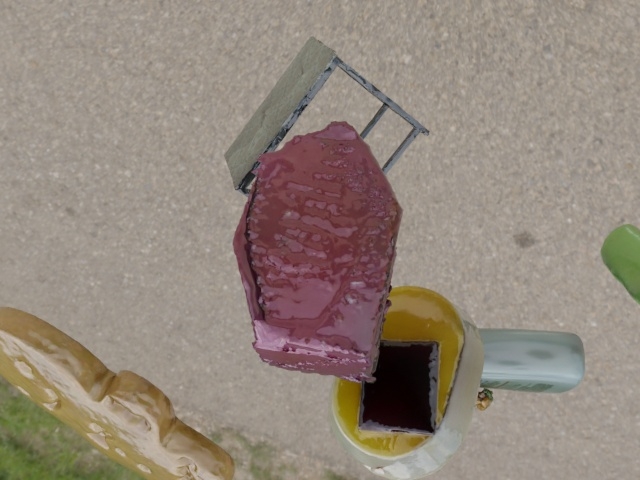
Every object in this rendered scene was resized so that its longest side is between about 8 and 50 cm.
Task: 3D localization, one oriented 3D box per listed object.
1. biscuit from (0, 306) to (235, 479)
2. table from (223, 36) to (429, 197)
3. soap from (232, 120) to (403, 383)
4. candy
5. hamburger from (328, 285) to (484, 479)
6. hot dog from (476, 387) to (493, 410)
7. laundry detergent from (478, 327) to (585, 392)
[{"bbox_3d":[-0.270,0.208,0.781,0.355,0.052,0.275,38,143,-7],"label":"biscuit"},{"bbox_3d":[0.006,-0.211,1.406,0.272,0.222,0.335,32,104,-27],"label":"table"},{"bbox_3d":[0.000,0.000,0.722,0.182,0.289,0.112,10,151,8],"label":"soap"},{"bbox_3d":[0.856,0.086,1.664,0.132,0.343,0.142,30,113,-20],"label":"candy"},{"bbox_3d":[0.133,0.217,1.005,0.227,0.295,0.151,12,154,27],"label":"hamburger"},{"bbox_3d":[0.340,0.340,1.376,0.056,0.041,0.133,6,163,8],"label":"hot dog"},{"bbox_3d":[0.326,0.255,1.383,0.398,0.124,0.264,4,163,-3],"label":"laundry detergent"}]
